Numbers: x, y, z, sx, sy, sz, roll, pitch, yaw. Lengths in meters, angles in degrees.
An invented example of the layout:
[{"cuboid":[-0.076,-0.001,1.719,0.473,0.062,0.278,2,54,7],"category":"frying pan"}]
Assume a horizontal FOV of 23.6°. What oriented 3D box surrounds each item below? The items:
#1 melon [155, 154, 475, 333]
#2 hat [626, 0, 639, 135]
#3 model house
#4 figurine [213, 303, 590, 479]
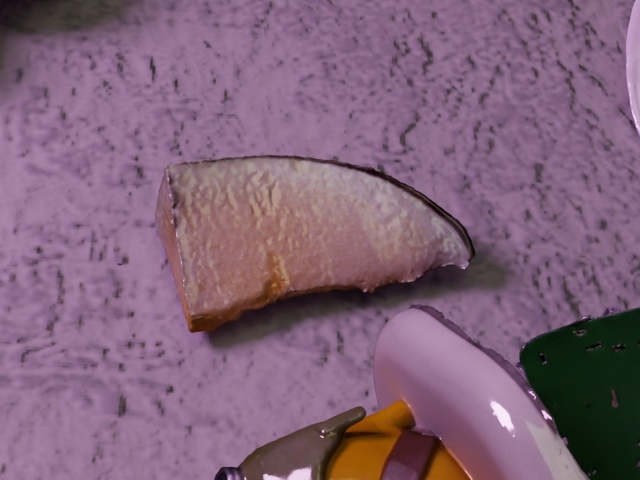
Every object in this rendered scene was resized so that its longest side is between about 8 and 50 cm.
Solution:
[{"cuboid":[-0.004,-0.006,0.918,0.182,0.054,0.098,-12,58,-18],"category":"melon"},{"cuboid":[0.310,-0.119,1.006,0.126,0.203,0.203,-4,49,-33],"category":"hat"},{"cuboid":[0.192,0.072,0.860,0.167,0.117,0.088,-18,15,2],"category":"model house"},{"cuboid":[0.040,0.150,0.713,0.141,0.167,0.250,-19,38,-19],"category":"figurine"}]
